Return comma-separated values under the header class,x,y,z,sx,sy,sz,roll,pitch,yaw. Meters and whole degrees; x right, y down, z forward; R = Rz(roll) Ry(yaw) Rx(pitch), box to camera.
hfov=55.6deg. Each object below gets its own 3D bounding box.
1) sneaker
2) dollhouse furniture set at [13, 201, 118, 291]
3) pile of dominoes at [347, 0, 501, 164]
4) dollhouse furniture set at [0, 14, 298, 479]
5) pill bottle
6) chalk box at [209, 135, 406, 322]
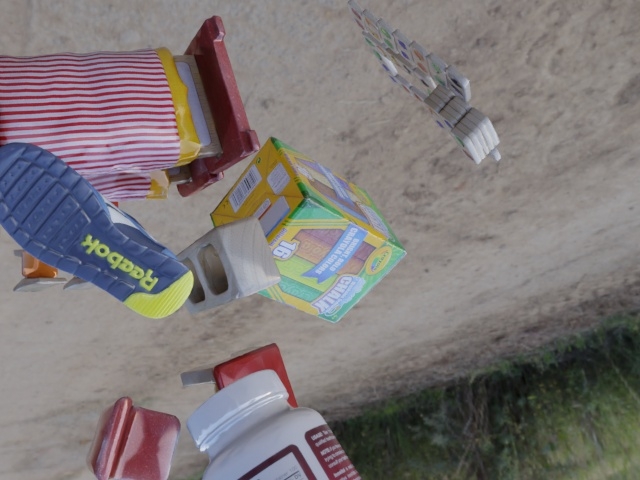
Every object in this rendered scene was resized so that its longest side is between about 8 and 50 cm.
class,x,y,z,sx,sy,sz,roll,pitch,yaw
sneaker,-0.146,-0.005,0.382,0.053,0.059,0.144,-47,124,-7
dollhouse furniture set,-0.404,-0.065,0.854,0.135,0.262,0.259,-13,169,42
pile of dominoes,0.118,-0.192,0.765,0.040,0.251,0.196,-45,143,6
dollhouse furniture set,-0.137,0.028,0.479,0.201,0.374,0.152,-17,176,-35
pill bottle,-0.015,0.157,0.359,0.086,0.152,0.086,-30,158,-13
chalk box,0.000,0.000,0.726,0.213,0.132,0.132,26,114,-38
